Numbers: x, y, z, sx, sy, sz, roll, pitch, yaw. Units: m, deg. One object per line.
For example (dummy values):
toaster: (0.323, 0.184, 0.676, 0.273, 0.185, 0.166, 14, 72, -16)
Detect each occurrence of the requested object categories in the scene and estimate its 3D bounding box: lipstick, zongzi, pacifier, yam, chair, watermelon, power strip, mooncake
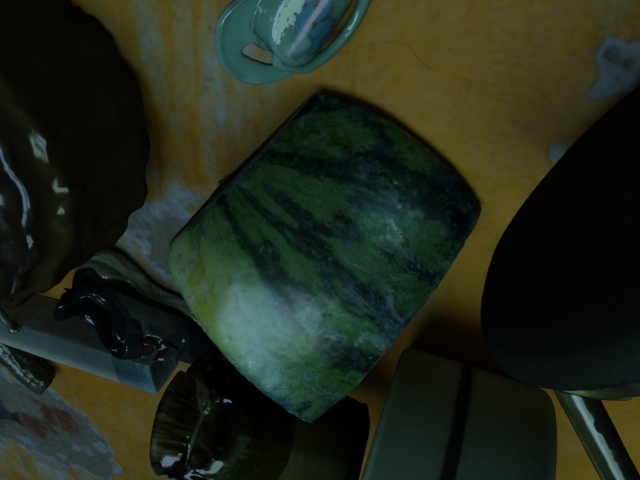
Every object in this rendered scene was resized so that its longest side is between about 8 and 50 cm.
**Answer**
lipstick: (-0.368, 0.142, 0.993, 0.317, 0.066, 0.068, 13, 133, 17)
zongzi: (-0.133, 0.186, 0.747, 0.318, 0.154, 0.289, 11, 163, 35)
pacifier: (-0.027, -0.196, 0.520, 0.116, 0.127, 0.150, 52, 125, 31)
yam: (-0.546, 0.150, 1.096, 0.061, 0.061, 0.274, -24, 115, 39)
chair: (0.336, 0.089, 0.395, 0.410, 0.364, 0.362, 43, 134, -7)
watermelon: (0.000, 0.000, 0.653, 0.213, 0.201, 0.261, 44, 92, -13)
power strip: (0.109, 0.292, 0.674, 0.161, 0.357, 0.357, 16, 134, 10)
mooncake: (-0.344, -0.090, 0.658, 0.324, 0.187, 0.324, 9, 119, 16)

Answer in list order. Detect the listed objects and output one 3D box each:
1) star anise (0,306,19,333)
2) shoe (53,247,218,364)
star anise: (-0.446, -0.007, 0.902, 0.148, 0.218, 0.227, -10, 159, -8)
shoe: (-0.242, 0.110, 0.869, 0.227, 0.112, 0.099, 40, 133, -7)
